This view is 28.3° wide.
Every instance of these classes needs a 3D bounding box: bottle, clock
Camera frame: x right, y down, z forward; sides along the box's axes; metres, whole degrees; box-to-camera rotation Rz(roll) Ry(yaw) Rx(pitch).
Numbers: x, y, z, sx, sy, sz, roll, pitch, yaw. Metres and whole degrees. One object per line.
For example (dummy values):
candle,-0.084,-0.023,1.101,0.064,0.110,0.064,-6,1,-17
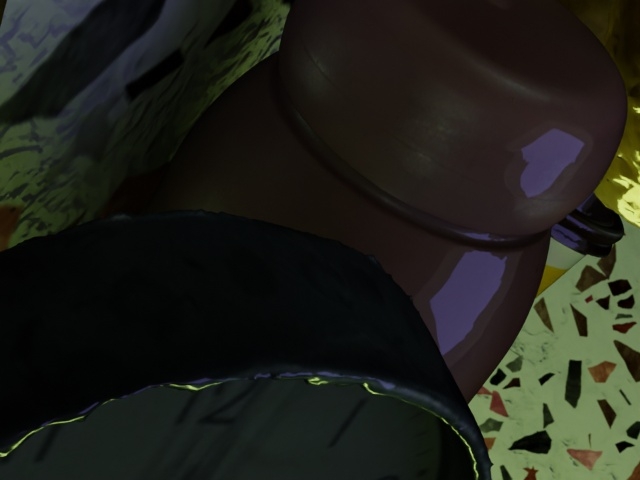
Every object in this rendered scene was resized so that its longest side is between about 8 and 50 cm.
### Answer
bottle,0.000,0.000,0.572,0.297,0.173,0.206,-59,-152,33
clock,-0.083,0.125,0.430,0.313,0.061,0.312,-21,142,-17

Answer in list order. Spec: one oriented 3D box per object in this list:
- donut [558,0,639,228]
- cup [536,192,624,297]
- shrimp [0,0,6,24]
donut,0.215,-0.201,0.627,0.435,0.163,0.377,-66,162,-72
cup,0.056,0.005,0.827,0.279,0.196,0.196,-50,173,18
shrimp,-0.094,-0.051,0.226,0.150,0.068,0.248,-63,-179,-27
